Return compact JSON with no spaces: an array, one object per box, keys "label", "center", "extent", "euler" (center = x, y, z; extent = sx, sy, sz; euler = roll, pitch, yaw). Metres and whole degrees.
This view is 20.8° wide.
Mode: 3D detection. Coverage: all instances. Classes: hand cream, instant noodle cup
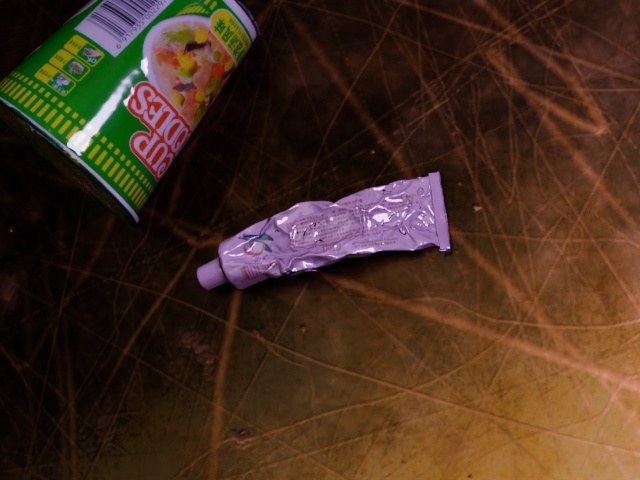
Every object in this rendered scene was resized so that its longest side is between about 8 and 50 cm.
[{"label":"hand cream","center":[-0.001,-0.001,1.703],"extent":[0.257,0.050,0.084],"euler":[-15,67,11]},{"label":"instant noodle cup","center":[-0.190,-0.169,1.745],"extent":[0.207,0.207,0.233],"euler":[35,81,24]}]
